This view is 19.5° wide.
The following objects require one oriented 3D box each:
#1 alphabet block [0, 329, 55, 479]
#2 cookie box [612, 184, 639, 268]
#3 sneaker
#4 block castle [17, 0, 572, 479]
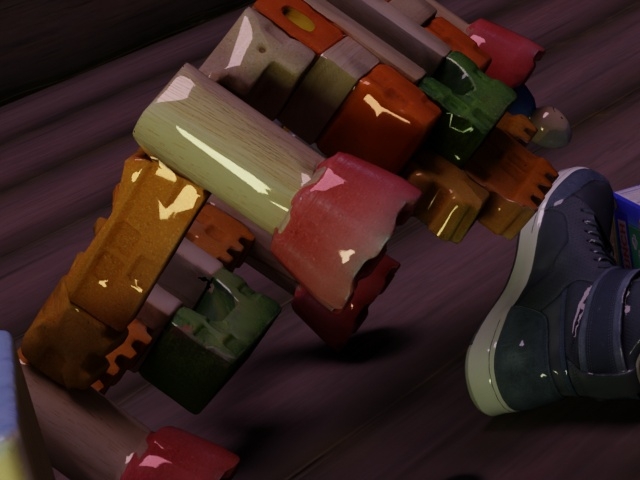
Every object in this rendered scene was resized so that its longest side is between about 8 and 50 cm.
[{"bbox_3d":[-0.222,0.182,0.969,0.192,0.197,0.193,-14,16,-5],"label":"alphabet block"},{"bbox_3d":[0.251,0.013,1.359,0.040,0.092,0.107,-13,14,-10],"label":"cookie box"},{"bbox_3d":[0.209,0.026,1.276,0.163,0.086,0.226,-11,38,36],"label":"sneaker"},{"bbox_3d":[0.000,0.000,1.249,0.213,0.303,0.453,35,25,4],"label":"block castle"}]
